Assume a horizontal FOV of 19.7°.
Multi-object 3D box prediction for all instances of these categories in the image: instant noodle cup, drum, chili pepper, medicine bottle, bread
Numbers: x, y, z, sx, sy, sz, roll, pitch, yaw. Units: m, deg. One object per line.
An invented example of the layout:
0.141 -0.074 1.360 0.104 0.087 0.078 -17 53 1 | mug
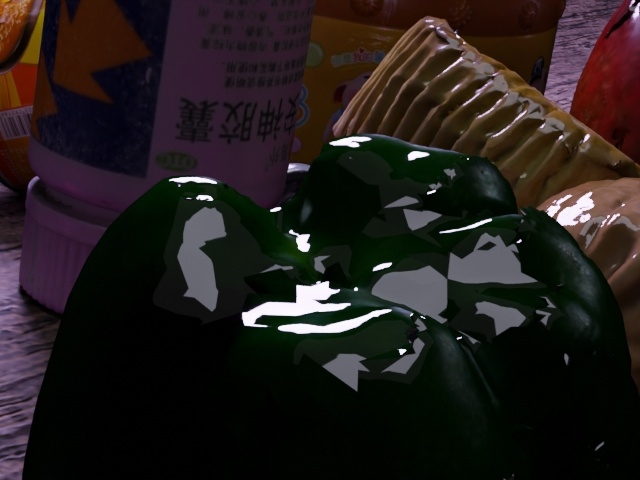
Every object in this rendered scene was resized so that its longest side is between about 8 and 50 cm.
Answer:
-0.174 -0.132 1.441 0.174 0.213 0.213 -11 13 11 | instant noodle cup
0.009 -0.179 1.715 0.431 0.214 0.431 10 17 -3 | drum
0.012 0.101 0.729 0.248 0.257 0.233 25 34 37 | chili pepper
-0.103 -0.098 1.235 0.178 0.291 0.178 10 16 -3 | medicine bottle
0.129 -0.036 1.295 0.253 0.142 0.227 41 9 33 | bread

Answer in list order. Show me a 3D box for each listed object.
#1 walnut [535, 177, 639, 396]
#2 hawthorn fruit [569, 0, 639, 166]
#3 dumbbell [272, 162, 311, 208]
0.198 0.054 1.103 0.213 0.213 0.213 9 16 -3 | walnut
0.330 -0.086 1.436 0.316 0.316 0.316 9 16 -3 | hawthorn fruit
0.000 0.000 1.343 0.081 0.082 0.254 2 20 -26 | dumbbell
